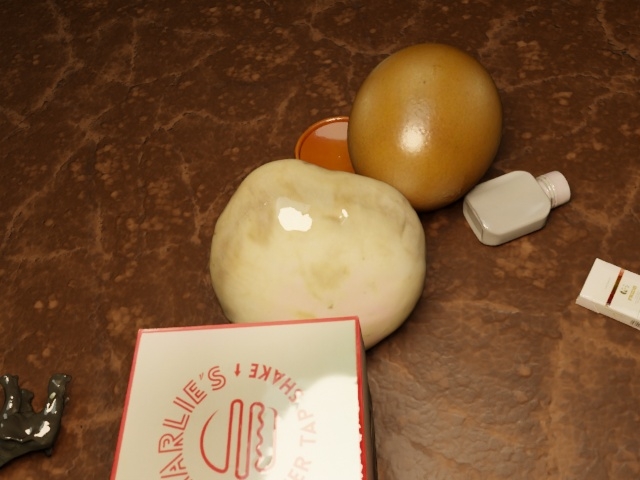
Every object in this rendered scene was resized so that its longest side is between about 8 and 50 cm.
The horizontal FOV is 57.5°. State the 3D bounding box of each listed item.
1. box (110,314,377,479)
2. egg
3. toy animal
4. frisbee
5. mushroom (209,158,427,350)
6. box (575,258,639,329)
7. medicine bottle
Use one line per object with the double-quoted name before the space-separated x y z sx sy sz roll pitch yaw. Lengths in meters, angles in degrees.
"box" -0.078 0.310 0.806 0.312 0.300 0.314 -5 57 8
"egg" 0.193 -0.208 1.089 0.283 0.282 0.351 8 47 15
"toy animal" -0.530 0.320 1.010 0.245 0.114 0.146 -37 50 12
"frisbee" 0.040 -0.188 1.254 0.192 0.035 0.192 -5 59 8
"mushroom" -0.005 0.008 0.968 0.353 0.325 0.353 -9 59 14
"box" 0.524 0.099 0.982 0.154 0.040 0.084 25 68 24
"medicine bottle" 0.370 -0.070 1.100 0.183 0.069 0.119 -22 56 -2
